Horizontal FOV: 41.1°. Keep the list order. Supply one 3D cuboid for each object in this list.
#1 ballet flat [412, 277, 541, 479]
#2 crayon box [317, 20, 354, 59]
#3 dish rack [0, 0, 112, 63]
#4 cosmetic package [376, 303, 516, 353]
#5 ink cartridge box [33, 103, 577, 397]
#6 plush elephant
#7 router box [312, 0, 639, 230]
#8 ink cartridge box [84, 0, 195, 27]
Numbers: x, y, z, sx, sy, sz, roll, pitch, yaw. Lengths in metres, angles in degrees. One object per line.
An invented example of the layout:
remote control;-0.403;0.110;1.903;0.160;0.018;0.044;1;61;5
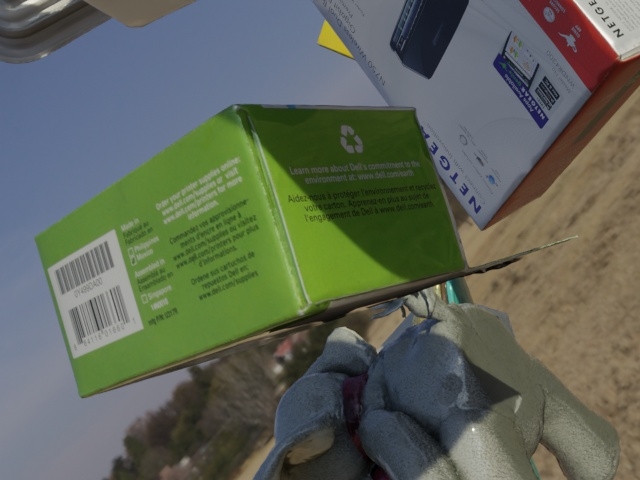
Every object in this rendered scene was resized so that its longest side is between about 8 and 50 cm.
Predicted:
ballet flat;0.164;0.189;1.043;0.123;0.348;0.123;-22;13;5
crayon box;0.208;-0.449;1.473;0.362;0.313;0.106;-68;-14;14
dish rack;-0.340;-0.396;0.984;0.286;0.332;0.072;-36;-8;-17
cosmetic package;0.161;0.229;1.326;0.296;0.153;0.129;-55;29;39
ink cartridge box;0.000;0.000;0.499;0.189;0.096;0.255;-24;-9;41
plush elephant;0.070;0.185;0.784;0.255;0.330;0.272;-38;2;31
router box;0.124;-0.213;0.758;0.082;0.335;0.301;-29;-16;-19
ink cartridge box;-0.186;-0.340;0.698;0.115;0.272;0.198;-20;-9;15
